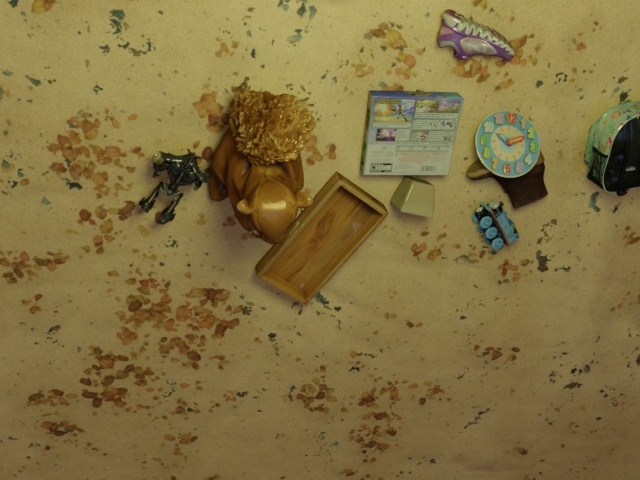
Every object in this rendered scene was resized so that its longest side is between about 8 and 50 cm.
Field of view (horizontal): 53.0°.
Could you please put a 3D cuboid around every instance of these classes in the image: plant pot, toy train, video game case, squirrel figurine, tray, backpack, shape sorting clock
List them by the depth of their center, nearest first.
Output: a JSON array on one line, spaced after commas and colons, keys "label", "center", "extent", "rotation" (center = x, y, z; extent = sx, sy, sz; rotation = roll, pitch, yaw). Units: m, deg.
[{"label": "squirrel figurine", "center": [-0.150, -0.193, 1.688], "extent": [0.281, 0.370, 0.397], "rotation": [0, 121, -11]}, {"label": "video game case", "center": [0.262, -0.312, 1.879], "extent": [0.269, 0.061, 0.244], "rotation": [-1, 122, -11]}, {"label": "shape sorting clock", "center": [0.558, -0.288, 1.908], "extent": [0.206, 0.040, 0.206], "rotation": [2, 79, -10]}, {"label": "backpack", "center": [0.932, -0.295, 1.944], "extent": [0.225, 0.191, 0.254], "rotation": [-12, 130, -7]}, {"label": "plant pot", "center": [0.292, -0.139, 1.971], "extent": [0.109, 0.109, 0.096], "rotation": [11, 106, -17]}, {"label": "tray", "center": [0.000, 0.000, 2.013], "extent": [0.202, 0.076, 0.411], "rotation": [32, 109, -26]}, {"label": "toy train", "center": [0.570, -0.053, 2.092], "extent": [0.105, 0.080, 0.184], "rotation": [-36, 119, 1]}]

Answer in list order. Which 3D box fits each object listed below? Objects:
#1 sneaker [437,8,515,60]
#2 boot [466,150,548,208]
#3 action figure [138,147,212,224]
[{"label": "sneaker", "center": [0.419, -0.539, 1.760], "extent": [0.236, 0.095, 0.105], "rotation": [18, 123, -15]}, {"label": "boot", "center": [0.590, -0.181, 2.006], "extent": [0.248, 0.090, 0.207], "rotation": [-22, 121, -1]}, {"label": "action figure", "center": [-0.403, -0.176, 1.790], "extent": [0.164, 0.141, 0.276], "rotation": [28, 128, -22]}]
